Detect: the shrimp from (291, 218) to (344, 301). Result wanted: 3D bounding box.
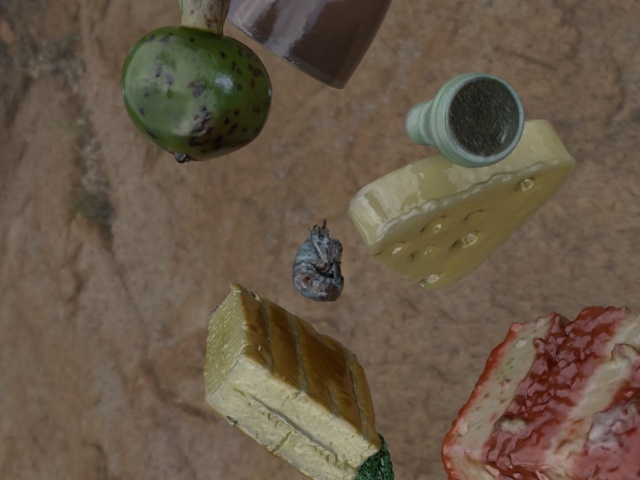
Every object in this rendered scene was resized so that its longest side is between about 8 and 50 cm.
[{"bbox_3d":[0.001,0.020,1.754,0.233,0.079,0.090,-83,4,-59],"label":"shrimp"}]

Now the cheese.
[{"bbox_3d":[0.196,-0.046,1.905,0.384,0.384,0.104,-41,63,28],"label":"cheese"}]

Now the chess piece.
[{"bbox_3d":[0.192,-0.182,1.760,0.272,0.139,0.139,-165,87,-71],"label":"chess piece"}]

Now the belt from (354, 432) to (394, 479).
[{"bbox_3d":[0.058,0.350,1.641,0.079,0.121,0.151,-10,101,16],"label":"belt"}]

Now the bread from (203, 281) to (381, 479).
[{"bbox_3d":[-0.045,0.187,1.569,0.111,0.239,0.246,-48,18,15],"label":"bread"}]

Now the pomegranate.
[{"bbox_3d":[-0.162,-0.223,1.522,0.202,0.202,0.248,8,87,40],"label":"pomegranate"}]

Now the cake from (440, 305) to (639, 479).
[{"bbox_3d":[0.335,0.257,1.352,0.319,0.270,0.269,-6,35,45],"label":"cake"}]

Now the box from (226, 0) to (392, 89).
[{"bbox_3d":[-0.017,-0.434,2.023,0.216,0.301,0.301,-52,55,16],"label":"box"}]

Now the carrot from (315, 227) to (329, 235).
[{"bbox_3d":[0.000,0.000,2.167,0.032,0.093,0.032,1,108,2],"label":"carrot"}]
